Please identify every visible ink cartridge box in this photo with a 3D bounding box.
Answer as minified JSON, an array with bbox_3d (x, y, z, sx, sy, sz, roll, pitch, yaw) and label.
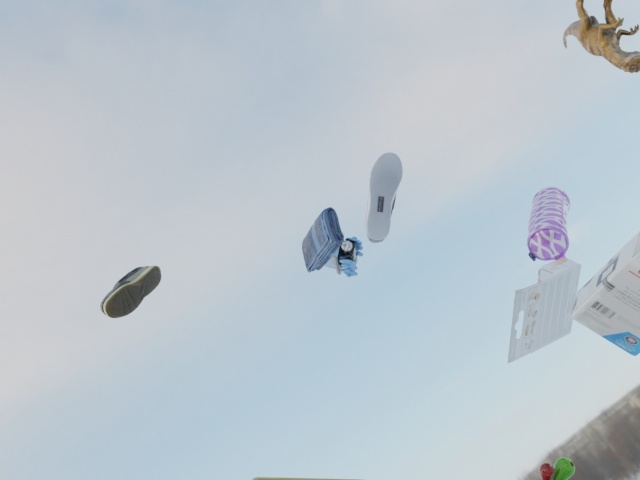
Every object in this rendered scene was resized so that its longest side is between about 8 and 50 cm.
[{"bbox_3d":[0.427,0.062,0.909,0.060,0.104,0.180,-52,-8,-41],"label":"ink cartridge box"},{"bbox_3d":[0.382,0.122,1.222,0.179,0.045,0.145,-15,-64,-31],"label":"ink cartridge box"}]

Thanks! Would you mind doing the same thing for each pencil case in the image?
[{"bbox_3d":[0.482,-0.036,1.448,0.086,0.088,0.206,-47,8,37],"label":"pencil case"}]

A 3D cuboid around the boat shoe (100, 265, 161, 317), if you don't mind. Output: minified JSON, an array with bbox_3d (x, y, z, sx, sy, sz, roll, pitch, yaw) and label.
[{"bbox_3d":[-0.350,0.093,1.259,0.152,0.049,0.056,-42,-50,-55],"label":"boat shoe"}]

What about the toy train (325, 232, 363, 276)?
[{"bbox_3d":[0.046,0.032,1.695,0.184,0.105,0.080,74,-149,-73],"label":"toy train"}]

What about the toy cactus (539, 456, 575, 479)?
[{"bbox_3d":[0.312,0.414,0.967,0.180,0.219,0.112,-3,-21,18],"label":"toy cactus"}]

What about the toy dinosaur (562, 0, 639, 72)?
[{"bbox_3d":[0.360,-0.281,0.925,0.064,0.211,0.112,-7,-59,-7],"label":"toy dinosaur"}]

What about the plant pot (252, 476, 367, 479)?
[{"bbox_3d":[0.017,0.427,0.831,0.212,0.212,0.187,19,-85,-40],"label":"plant pot"}]

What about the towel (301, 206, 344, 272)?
[{"bbox_3d":[0.000,0.000,1.125,0.029,0.067,0.119,-5,-25,-23],"label":"towel"}]

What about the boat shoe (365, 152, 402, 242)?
[{"bbox_3d":[0.152,-0.101,1.706,0.080,0.229,0.076,7,-12,-3],"label":"boat shoe"}]
